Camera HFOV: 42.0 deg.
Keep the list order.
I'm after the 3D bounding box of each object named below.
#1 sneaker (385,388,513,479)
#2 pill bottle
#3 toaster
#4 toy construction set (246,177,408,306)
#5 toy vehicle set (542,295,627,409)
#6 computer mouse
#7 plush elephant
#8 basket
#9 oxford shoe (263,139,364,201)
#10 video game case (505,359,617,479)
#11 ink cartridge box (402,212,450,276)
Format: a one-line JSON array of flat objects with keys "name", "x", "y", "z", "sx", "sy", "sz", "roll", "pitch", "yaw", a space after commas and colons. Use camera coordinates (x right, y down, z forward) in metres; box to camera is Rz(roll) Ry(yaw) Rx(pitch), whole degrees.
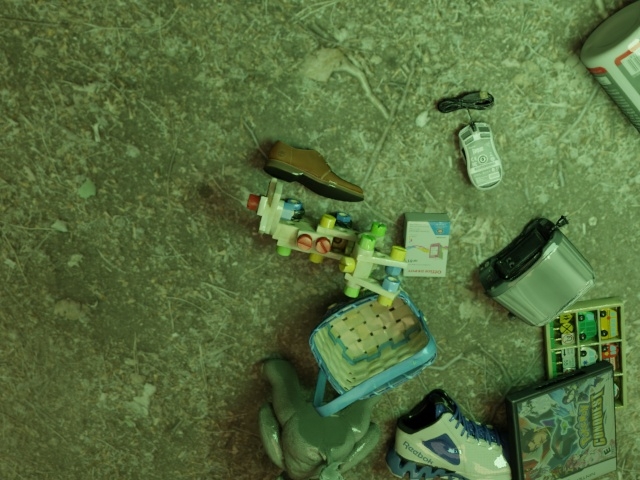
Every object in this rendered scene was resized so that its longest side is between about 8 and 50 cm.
[{"name": "sneaker", "x": 0.301, "y": 0.425, "z": 1.812, "sx": 0.316, "sy": 0.127, "sz": 0.182, "roll": 0, "pitch": 115, "yaw": 1}, {"name": "pill bottle", "x": 0.617, "y": -0.280, "z": 1.507, "sx": 0.161, "sy": 0.161, "sz": 0.283, "roll": -41, "pitch": 108, "yaw": 15}, {"name": "toaster", "x": 0.442, "y": 0.063, "z": 1.667, "sx": 0.146, "sy": 0.129, "sz": 0.227, "roll": 41, "pitch": 104, "yaw": -20}, {"name": "toy construction set", "x": 0.000, "y": 0.000, "z": 1.582, "sx": 0.328, "sy": 0.215, "sz": 0.151, "roll": 28, "pitch": 109, "yaw": -12}, {"name": "toy vehicle set", "x": 0.569, "y": 0.254, "z": 1.795, "sx": 0.166, "sy": 0.035, "sz": 0.266, "roll": -9, "pitch": 112, "yaw": 3}, {"name": "computer mouse", "x": 0.298, "y": -0.190, "z": 1.605, "sx": 0.106, "sy": 0.042, "sz": 0.193, "roll": -16, "pitch": 106, "yaw": 1}, {"name": "plush elephant", "x": -0.020, "y": 0.459, "z": 1.761, "sx": 0.272, "sy": 0.330, "sz": 0.255, "roll": 11, "pitch": 130, "yaw": -13}, {"name": "basket", "x": 0.098, "y": 0.213, "z": 1.632, "sx": 0.255, "sy": 0.289, "sz": 0.201, "roll": -30, "pitch": 110, "yaw": 10}, {"name": "oxford shoe", "x": -0.002, "y": -0.134, "z": 1.610, "sx": 0.212, "sy": 0.076, "sz": 0.076, "roll": 24, "pitch": 71, "yaw": -21}, {"name": "video game case", "x": 0.519, "y": 0.414, "z": 1.779, "sx": 0.248, "sy": 0.035, "sz": 0.274, "roll": -16, "pitch": 113, "yaw": -15}, {"name": "ink cartridge box", "x": 0.211, "y": 0.010, "z": 1.679, "sx": 0.089, "sy": 0.052, "sz": 0.122, "roll": 1, "pitch": 114, "yaw": -2}]
